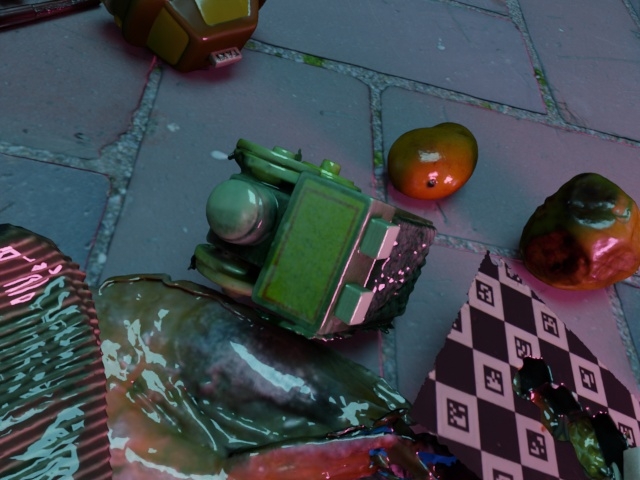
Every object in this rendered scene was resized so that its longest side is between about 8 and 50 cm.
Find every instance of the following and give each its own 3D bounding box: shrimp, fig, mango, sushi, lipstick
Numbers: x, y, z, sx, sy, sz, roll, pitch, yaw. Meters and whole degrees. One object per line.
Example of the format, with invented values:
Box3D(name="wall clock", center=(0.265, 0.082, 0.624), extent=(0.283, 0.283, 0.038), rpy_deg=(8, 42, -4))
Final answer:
Box3D(name="shrimp", center=(-0.058, 0.165, 0.595), extent=(0.445, 0.110, 0.221), rpy_deg=(19, 53, 1))
Box3D(name="fig", center=(0.352, -0.005, 0.863), extent=(0.165, 0.144, 0.154), rpy_deg=(21, 78, -30))
Box3D(name="mango", center=(0.163, -0.113, 0.924), extent=(0.165, 0.089, 0.115), rpy_deg=(-21, 51, -37))
Box3D(name="sushi", center=(0.219, 0.183, 0.665), extent=(0.290, 0.050, 0.264), rpy_deg=(44, 43, -6))
Box3D(name="lipstick", center=(-0.394, -0.333, 0.949), extent=(0.027, 0.027, 0.176), rpy_deg=(43, 49, 18))

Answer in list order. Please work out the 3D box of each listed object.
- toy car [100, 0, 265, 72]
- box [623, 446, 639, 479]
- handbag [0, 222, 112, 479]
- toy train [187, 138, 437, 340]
Box3D(name="toy car", center=(-0.175, -0.343, 0.955), extent=(0.247, 0.204, 0.198), rpy_deg=(-29, 89, -35))
Box3D(name="box", center=(0.363, 0.288, 0.654), extent=(0.167, 0.024, 0.090), rpy_deg=(38, 45, -15))
Box3D(name="handbag", center=(-0.284, 0.155, 0.401), extent=(0.340, 0.247, 0.240), rpy_deg=(-23, 84, -24))
Box3D(name="toy train", center=(0.000, 0.000, 0.661), extent=(0.188, 0.159, 0.271), rpy_deg=(25, 6, 23))
